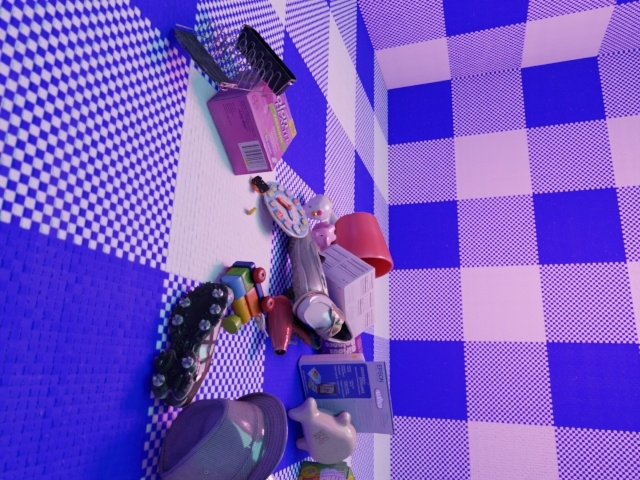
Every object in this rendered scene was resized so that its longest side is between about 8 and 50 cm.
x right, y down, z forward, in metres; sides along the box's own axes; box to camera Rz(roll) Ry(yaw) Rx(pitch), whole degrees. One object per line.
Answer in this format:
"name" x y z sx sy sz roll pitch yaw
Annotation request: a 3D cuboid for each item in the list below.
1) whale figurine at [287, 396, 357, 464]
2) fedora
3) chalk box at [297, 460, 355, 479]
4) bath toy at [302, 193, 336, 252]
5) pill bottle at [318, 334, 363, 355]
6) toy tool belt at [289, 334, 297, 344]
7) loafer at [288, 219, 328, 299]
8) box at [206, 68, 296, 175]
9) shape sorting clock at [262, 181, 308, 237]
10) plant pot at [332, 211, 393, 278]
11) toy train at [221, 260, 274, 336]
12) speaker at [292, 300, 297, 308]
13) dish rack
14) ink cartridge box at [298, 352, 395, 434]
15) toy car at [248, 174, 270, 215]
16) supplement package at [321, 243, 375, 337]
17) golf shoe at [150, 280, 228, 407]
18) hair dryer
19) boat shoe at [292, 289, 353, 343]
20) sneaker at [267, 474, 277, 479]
"whale figurine" 0.005 0.623 1.555 0.272 0.216 0.141 51 11 -18
"fedora" -0.209 0.389 0.889 0.124 0.275 0.243 46 19 -29
"chalk box" 0.021 0.873 1.557 0.289 0.180 0.179 -71 152 -51
"bath toy" 0.000 0.000 1.745 0.129 0.151 0.348 -19 114 -24
"pill bottle" 0.080 0.421 1.820 0.169 0.169 0.301 -43 127 -66
"toy tool belt" -0.103 0.296 1.480 0.052 0.051 0.083 -37 122 -68
"loafer" -0.040 0.057 1.527 0.112 0.112 0.319 126 -37 -52
"box" -0.177 -0.333 1.268 0.243 0.117 0.213 -70 151 -50
"shape sorting clock" -0.105 -0.100 1.460 0.206 0.040 0.206 38 35 -33
"plant pot" 0.171 0.023 2.055 0.275 0.275 0.243 53 29 -59
"toy train" -0.194 0.189 1.171 0.143 0.105 0.248 -47 132 -51
"speaker" -0.067 0.216 1.600 0.055 0.055 0.136 63 30 -50
"dish rack" -0.202 -0.435 1.086 0.208 0.074 0.271 51 31 13
"ink cartridge box" 0.096 0.542 1.627 0.072 0.307 0.303 -61 144 -68
"toy car" -0.196 -0.130 1.336 0.122 0.060 0.040 -61 -169 -30
"supplement package" 0.074 0.185 1.637 0.145 0.204 0.261 -29 132 -29
"golf shoe" -0.268 0.214 0.973 0.120 0.105 0.272 87 17 -54
"hair dryer" -0.076 0.263 1.415 0.223 0.080 0.293 55 25 2
"boat shoe" 0.023 0.242 1.421 0.113 0.103 0.302 -49 146 1
"sneaker" -0.141 0.639 1.103 0.290 0.106 0.123 48 27 8
